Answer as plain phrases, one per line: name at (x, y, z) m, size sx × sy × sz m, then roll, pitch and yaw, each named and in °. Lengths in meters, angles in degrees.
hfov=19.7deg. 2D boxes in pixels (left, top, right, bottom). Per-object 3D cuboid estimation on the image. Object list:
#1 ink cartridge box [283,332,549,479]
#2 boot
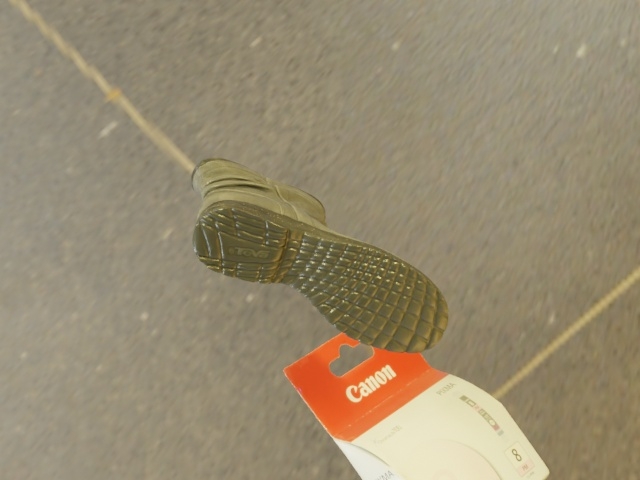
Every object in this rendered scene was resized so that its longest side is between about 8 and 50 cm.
ink cartridge box at (0.097, 0.176, 1.762) m, size 0.066 × 0.189 × 0.232 m, roll -35°, pitch 86°, yaw 39°
boot at (0.000, 0.000, 1.630) m, size 0.247 × 0.161 × 0.083 m, roll 25°, pitch 110°, yaw -10°
